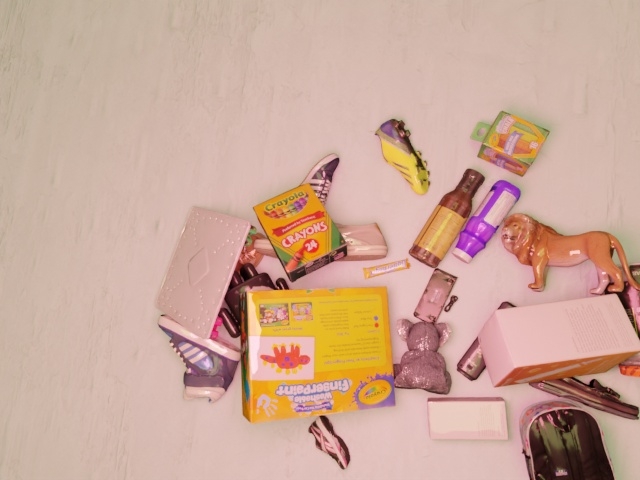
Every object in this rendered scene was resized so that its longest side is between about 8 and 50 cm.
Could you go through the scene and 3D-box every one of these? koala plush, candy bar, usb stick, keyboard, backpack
[{"bbox_3d":[0.321,0.353,1.477,0.197,0.203,0.221,6,71,11],"label":"koala plush"},{"bbox_3d":[0.225,0.095,1.609,0.162,0.018,0.040,-14,79,9],"label":"candy bar"},{"bbox_3d":[0.537,0.318,1.503,0.077,0.045,0.278,37,90,13],"label":"usb stick"},{"bbox_3d":[0.392,0.192,1.562,0.108,0.023,0.180,25,88,19],"label":"keyboard"},{"bbox_3d":[0.692,0.589,1.357,0.225,0.191,0.253,-13,88,8],"label":"backpack"}]

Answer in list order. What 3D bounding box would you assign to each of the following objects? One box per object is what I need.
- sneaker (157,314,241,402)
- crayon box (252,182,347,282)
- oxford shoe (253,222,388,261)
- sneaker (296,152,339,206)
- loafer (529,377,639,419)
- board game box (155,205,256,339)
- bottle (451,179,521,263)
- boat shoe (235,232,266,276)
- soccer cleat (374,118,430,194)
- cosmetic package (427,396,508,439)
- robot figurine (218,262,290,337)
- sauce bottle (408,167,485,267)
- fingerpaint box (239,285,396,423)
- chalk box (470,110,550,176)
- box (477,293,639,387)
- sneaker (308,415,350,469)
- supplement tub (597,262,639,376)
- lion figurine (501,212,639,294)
[{"bbox_3d":[-0.451,0.419,1.614,0.323,0.130,0.236,26,87,1],"label":"sneaker"},{"bbox_3d":[-0.076,-0.049,1.500,0.202,0.081,0.318,-26,61,-10],"label":"crayon box"},{"bbox_3d":[0.000,0.000,1.594,0.450,0.169,0.129,-1,78,5],"label":"oxford shoe"},{"bbox_3d":[0.002,-0.157,1.645,0.153,0.099,0.282,45,98,18],"label":"sneaker"},{"bbox_3d":[0.789,0.441,1.410,0.303,0.109,0.095,16,81,15],"label":"loafer"},{"bbox_3d":[-0.396,0.095,1.606,0.390,0.050,0.389,15,83,47],"label":"board game box"},{"bbox_3d":[0.529,-0.057,1.524,0.092,0.118,0.282,35,88,13],"label":"bottle"},{"bbox_3d":[-0.302,0.084,1.671,0.104,0.089,0.285,43,91,13],"label":"boat shoe"},{"bbox_3d":[0.281,-0.279,1.634,0.121,0.093,0.288,-30,80,36],"label":"soccer cleat"},{"bbox_3d":[0.451,0.549,1.465,0.231,0.085,0.117,-3,81,12],"label":"cosmetic package"},{"bbox_3d":[-0.213,0.216,1.581,0.209,0.173,0.278,-29,87,14],"label":"robot figurine"},{"bbox_3d":[0.421,-0.075,1.550,0.111,0.111,0.344,33,89,13],"label":"sauce bottle"},{"bbox_3d":[-0.015,0.335,1.453,0.446,0.163,0.370,-1,80,-19],"label":"fingerpaint box"},{"bbox_3d":[0.601,-0.324,1.544,0.213,0.132,0.132,28,87,13],"label":"chalk box"},{"bbox_3d":[0.662,0.289,1.348,0.346,0.215,0.168,-7,59,-1],"label":"box"},{"bbox_3d":[0.026,0.664,1.542,0.077,0.072,0.178,-40,68,15],"label":"sneaker"},{"bbox_3d":[0.930,0.226,1.369,0.194,0.193,0.315,-4,81,10],"label":"supplement tub"},{"bbox_3d":[0.736,0.033,1.408,0.393,0.142,0.240,1,78,38],"label":"lion figurine"}]
